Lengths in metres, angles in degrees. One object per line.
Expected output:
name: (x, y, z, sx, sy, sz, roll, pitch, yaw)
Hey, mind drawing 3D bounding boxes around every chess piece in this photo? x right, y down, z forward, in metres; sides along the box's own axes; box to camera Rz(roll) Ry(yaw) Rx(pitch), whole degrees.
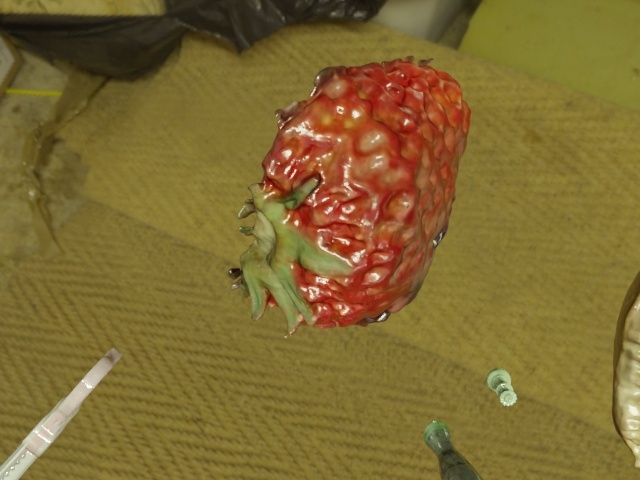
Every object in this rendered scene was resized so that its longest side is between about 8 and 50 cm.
chess piece: (0.309, 0.251, 1.137, 0.042, 0.093, 0.042, 1, 102, 3)

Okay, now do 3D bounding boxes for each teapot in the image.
teapot: (0.137, 0.231, 0.692, 0.042, 0.043, 0.111, -13, 22, -4)

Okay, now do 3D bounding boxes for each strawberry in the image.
strawberry: (0.051, -0.024, 0.624, 0.150, 0.254, 0.280, 37, 33, 17)

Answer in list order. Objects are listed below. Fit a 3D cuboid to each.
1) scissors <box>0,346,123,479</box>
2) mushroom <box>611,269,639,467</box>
scissors: (-0.329, 0.229, 0.809, 0.030, 0.118, 0.242, 42, 87, -6)
mushroom: (0.334, 0.118, 0.443, 0.232, 0.208, 0.302, -17, 48, -12)
